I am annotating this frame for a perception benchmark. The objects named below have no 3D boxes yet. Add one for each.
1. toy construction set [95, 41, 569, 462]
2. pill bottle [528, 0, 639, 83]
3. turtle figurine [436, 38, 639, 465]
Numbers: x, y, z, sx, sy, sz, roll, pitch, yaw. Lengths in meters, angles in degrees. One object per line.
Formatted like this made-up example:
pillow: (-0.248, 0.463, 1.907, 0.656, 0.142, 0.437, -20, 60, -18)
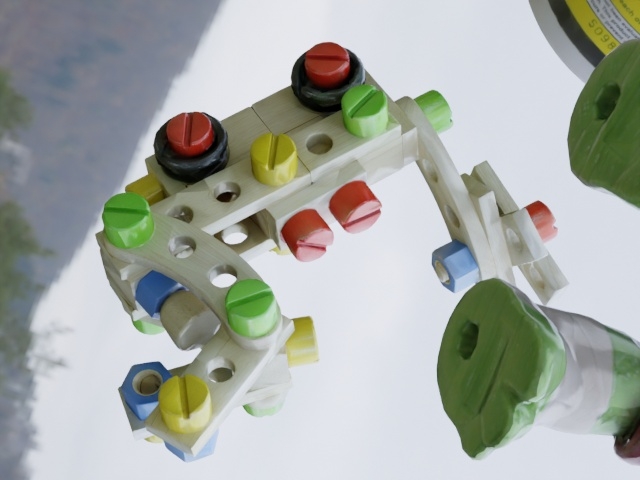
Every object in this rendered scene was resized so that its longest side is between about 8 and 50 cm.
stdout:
toy construction set: (0.000, 0.000, 1.035, 0.215, 0.328, 0.151, 52, -32, 33)
pill bottle: (0.292, -0.226, 1.053, 0.334, 0.188, 0.188, -37, -146, 57)
turtle figurine: (0.189, 0.064, 0.503, 0.198, 0.266, 0.274, -45, -149, 48)
